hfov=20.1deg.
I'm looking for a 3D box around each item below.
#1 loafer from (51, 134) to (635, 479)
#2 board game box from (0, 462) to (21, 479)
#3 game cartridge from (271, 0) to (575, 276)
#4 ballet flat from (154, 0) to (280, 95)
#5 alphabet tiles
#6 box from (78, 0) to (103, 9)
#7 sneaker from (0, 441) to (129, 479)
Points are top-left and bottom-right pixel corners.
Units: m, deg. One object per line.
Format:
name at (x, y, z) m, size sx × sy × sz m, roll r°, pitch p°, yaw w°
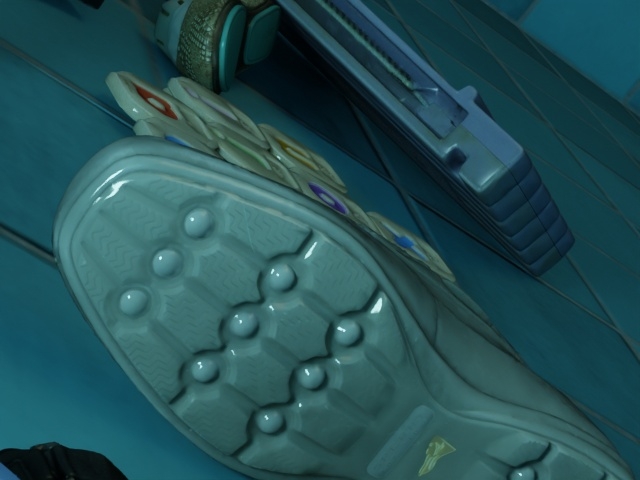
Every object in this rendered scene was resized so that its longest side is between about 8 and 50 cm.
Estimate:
loafer at (0.009, 0.052, 0.774) m, size 0.319 × 0.112 × 0.111 m, roll 39°, pitch 7°, yaw -34°
board game box at (-0.134, 0.097, 0.309) m, size 0.145 × 0.027 × 0.281 m, roll 41°, pitch 26°, yaw 5°
game cartridge at (0.048, -0.131, 1.408) m, size 0.355 × 0.068 × 0.230 m, roll 46°, pitch 4°, yaw 24°
ballet flat at (-0.078, -0.141, 1.248) m, size 0.067 × 0.073 × 0.206 m, roll 13°, pitch 10°, yaw 6°
alphabet tiles at (0.000, 0.000, 1.064) m, size 0.278 × 0.021 × 0.284 m, roll 28°, pitch 18°, yaw -37°
box at (-0.209, -0.272, 1.093) m, size 0.247 × 0.163 × 0.142 m, roll 21°, pitch 19°, yaw -51°
sneaker at (-0.086, 0.094, 0.491) m, size 0.152 × 0.058 × 0.084 m, roll 13°, pitch 26°, yaw -52°
